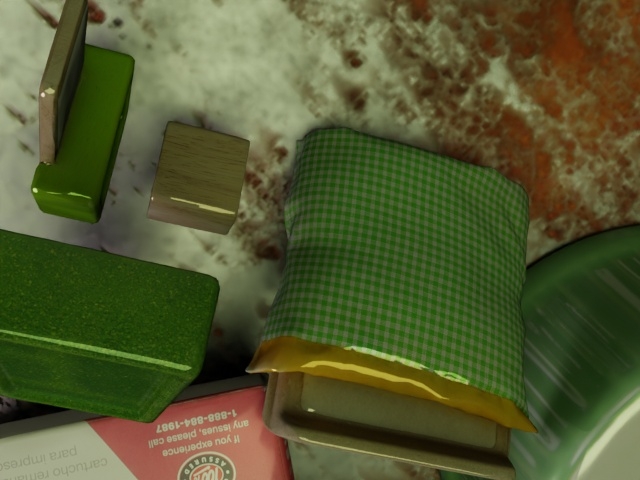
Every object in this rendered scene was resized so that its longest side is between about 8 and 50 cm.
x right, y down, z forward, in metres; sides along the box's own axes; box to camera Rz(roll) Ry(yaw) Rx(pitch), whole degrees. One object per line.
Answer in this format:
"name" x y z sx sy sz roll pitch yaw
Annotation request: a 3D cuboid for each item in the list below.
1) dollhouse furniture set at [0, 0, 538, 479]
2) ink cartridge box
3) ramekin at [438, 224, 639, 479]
"dollhouse furniture set" 0.000 0.000 0.444 0.302 0.151 0.197 13 66 -11
"ink cartridge box" -0.103 0.240 0.524 0.207 0.117 0.282 -11 87 -8
"ramekin" 0.245 0.152 0.592 0.304 0.148 0.303 -3 110 -9
